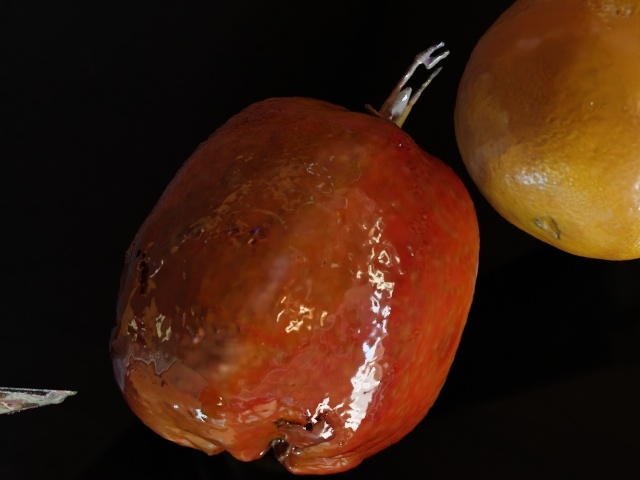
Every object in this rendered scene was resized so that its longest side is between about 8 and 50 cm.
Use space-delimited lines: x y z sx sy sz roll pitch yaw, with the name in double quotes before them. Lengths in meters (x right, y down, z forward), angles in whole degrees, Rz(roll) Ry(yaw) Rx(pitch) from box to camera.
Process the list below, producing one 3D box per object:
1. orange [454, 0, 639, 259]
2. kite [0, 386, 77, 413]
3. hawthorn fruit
"orange" 0.247 -0.108 1.733 0.261 0.261 0.261 6 104 24
"kite" -0.338 0.143 1.694 0.268 0.323 0.013 -4 77 10
"hawthorn fruit" 0.000 0.000 1.182 0.211 0.211 0.299 21 76 20
